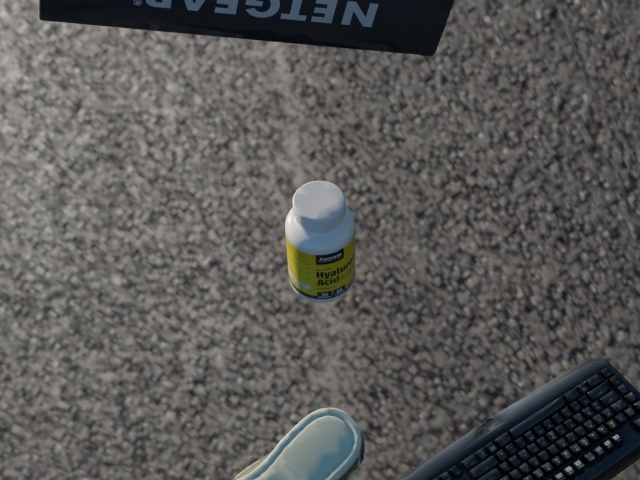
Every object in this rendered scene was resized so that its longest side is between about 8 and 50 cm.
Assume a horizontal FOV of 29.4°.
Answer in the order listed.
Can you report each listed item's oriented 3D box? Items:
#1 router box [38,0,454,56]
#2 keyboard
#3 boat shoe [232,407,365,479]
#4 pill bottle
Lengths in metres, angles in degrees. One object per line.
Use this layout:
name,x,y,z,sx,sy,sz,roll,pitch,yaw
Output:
router box,-0.061,-0.270,0.964,0.309,0.081,0.243,3,53,-12
keyboard,0.233,0.259,1.247,0.317,0.033,0.201,-29,62,-21
boat shoe,-0.071,0.324,1.480,0.305,0.091,0.109,-38,68,-5
pill bottle,0.000,0.000,1.131,0.065,0.116,0.065,-1,51,2
